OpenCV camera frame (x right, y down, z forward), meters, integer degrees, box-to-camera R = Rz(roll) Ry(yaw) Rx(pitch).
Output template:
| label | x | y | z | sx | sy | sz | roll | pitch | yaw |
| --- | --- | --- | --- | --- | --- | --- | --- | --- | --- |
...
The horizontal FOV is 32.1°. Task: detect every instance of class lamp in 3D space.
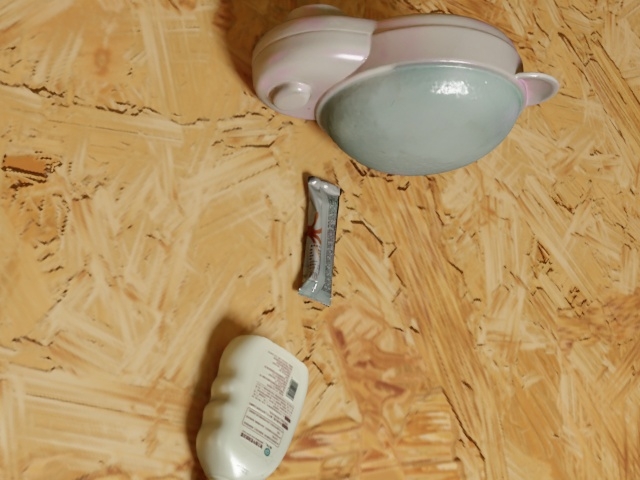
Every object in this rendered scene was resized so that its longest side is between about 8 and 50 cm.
| label | x | y | z | sx | sy | sz | roll | pitch | yaw |
| --- | --- | --- | --- | --- | --- | --- | --- | --- | --- |
| lamp | 0.062 | -0.118 | 0.930 | 0.246 | 0.179 | 0.108 | 10 | 65 | -17 |

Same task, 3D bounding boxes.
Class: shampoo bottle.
| label | x | y | z | sx | sy | sz | roll | pitch | yaw |
| --- | --- | --- | --- | --- | --- | --- | --- | --- | --- |
| shampoo bottle | -0.059 | 0.150 | 0.825 | 0.077 | 0.045 | 0.152 | 36 | 54 | -27 |

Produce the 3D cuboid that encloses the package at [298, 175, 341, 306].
| label | x | y | z | sx | sy | sz | roll | pitch | yaw |
| --- | --- | --- | --- | --- | --- | --- | --- | --- | --- |
| package | 0.000 | 0.000 | 0.941 | 0.037 | 0.015 | 0.110 | 20 | 63 | -33 |
